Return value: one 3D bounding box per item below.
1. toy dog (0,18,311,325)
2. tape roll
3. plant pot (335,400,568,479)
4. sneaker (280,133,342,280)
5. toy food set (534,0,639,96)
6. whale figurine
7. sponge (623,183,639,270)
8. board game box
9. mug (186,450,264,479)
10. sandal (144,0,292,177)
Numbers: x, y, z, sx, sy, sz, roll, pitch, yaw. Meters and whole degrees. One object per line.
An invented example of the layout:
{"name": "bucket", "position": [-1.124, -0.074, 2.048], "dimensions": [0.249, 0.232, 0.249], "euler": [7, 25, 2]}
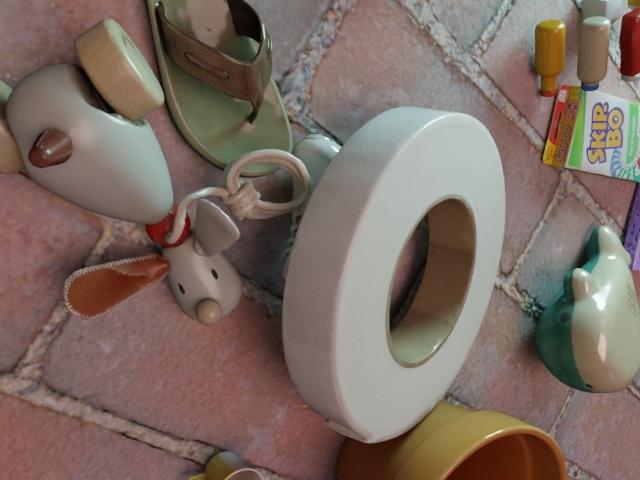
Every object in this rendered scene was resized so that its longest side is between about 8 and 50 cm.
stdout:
{"name": "toy dog", "position": [-0.163, -0.029, 0.574], "dimensions": [0.334, 0.161, 0.220], "euler": [35, 111, -31]}
{"name": "tape roll", "position": [0.105, 0.041, 0.763], "dimensions": [0.392, 0.072, 0.392], "euler": [-25, 123, -47]}
{"name": "plant pot", "position": [0.155, 0.340, 0.873], "dimensions": [0.291, 0.203, 0.290], "euler": [-10, 109, -31]}
{"name": "sneaker", "position": [0.000, 0.000, 0.728], "dimensions": [0.115, 0.090, 0.232], "euler": [-34, 120, -48]}
{"name": "toy food set", "position": [0.418, -0.288, 0.928], "dimensions": [0.232, 0.111, 0.104], "euler": [-31, 130, -23]}
{"name": "whale figurine", "position": [0.435, 0.112, 1.054], "dimensions": [0.216, 0.141, 0.272], "euler": [40, 56, -34]}
{"name": "sponge", "position": [0.598, -0.046, 1.151], "dimensions": [0.117, 0.031, 0.210], "euler": [6, 98, -36]}
{"name": "board game box", "position": [0.459, -0.166, 1.033], "dimensions": [0.259, 0.039, 0.124], "euler": [5, 100, -31]}
{"name": "mug", "position": [-0.113, 0.281, 0.768], "dimensions": [0.078, 0.064, 0.062], "euler": [37, 83, -34]}
{"name": "sandal", "position": [-0.104, -0.196, 0.627], "dimensions": [0.120, 0.086, 0.302], "euler": [-29, 117, -23]}
